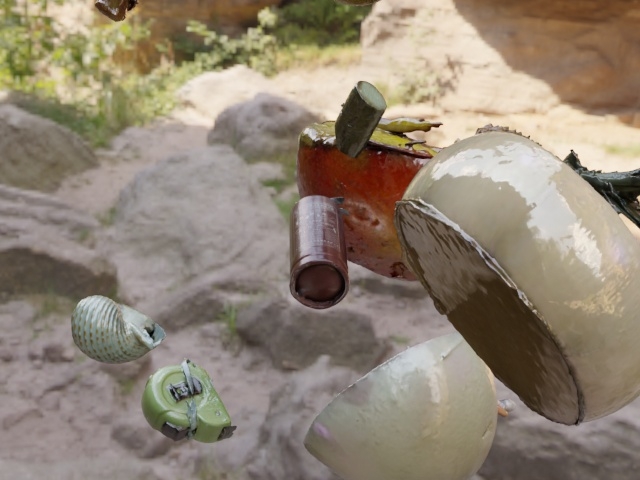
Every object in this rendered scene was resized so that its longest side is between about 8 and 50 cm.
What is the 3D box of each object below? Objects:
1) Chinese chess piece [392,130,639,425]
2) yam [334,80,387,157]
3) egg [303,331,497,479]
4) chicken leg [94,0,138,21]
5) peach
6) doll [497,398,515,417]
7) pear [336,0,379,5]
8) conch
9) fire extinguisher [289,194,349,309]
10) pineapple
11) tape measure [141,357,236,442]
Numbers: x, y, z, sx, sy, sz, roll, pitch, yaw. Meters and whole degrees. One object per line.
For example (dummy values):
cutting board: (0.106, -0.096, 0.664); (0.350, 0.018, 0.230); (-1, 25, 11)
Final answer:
Chinese chess piece: (0.224, 0.043, 1.074); (0.140, 0.338, 0.338); (-38, 32, -9)
yam: (0.058, -0.194, 1.577); (0.069, 0.146, 0.070); (11, 54, -16)
egg: (0.157, 0.304, 1.554); (0.337, 0.337, 0.201); (-12, 56, -40)
chicken leg: (-0.190, -0.340, 1.076); (0.085, 0.208, 0.101); (31, 1, 17)
peach: (0.141, -0.108, 1.980); (0.416, 0.353, 0.339); (43, 4, -10)
doll: (0.264, 0.311, 1.864); (0.183, 0.085, 0.217); (1, -3, 28)
pear: (0.073, -0.481, 1.633); (0.178, 0.178, 0.178); (5, 20, -2)
conch: (-0.343, 0.153, 1.633); (0.153, 0.102, 0.135); (37, 21, 5)
fire extinguisher: (0.000, 0.000, 1.609); (0.104, 0.105, 0.269); (4, 31, -4)
pineapple: (0.352, -0.092, 1.417); (0.277, 0.119, 0.130); (12, -3, 6)
tape measure: (-0.266, 0.310, 1.889); (0.154, 0.087, 0.177); (-8, 49, -32)
